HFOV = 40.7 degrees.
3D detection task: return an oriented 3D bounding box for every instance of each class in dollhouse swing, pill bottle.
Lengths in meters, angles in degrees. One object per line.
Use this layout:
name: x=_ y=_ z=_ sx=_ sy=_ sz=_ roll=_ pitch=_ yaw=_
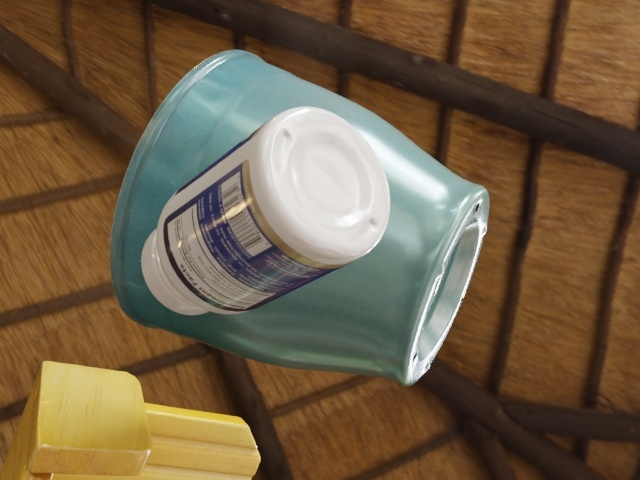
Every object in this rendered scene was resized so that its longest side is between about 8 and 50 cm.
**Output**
dollhouse swing: x=-0.212 y=0.354 z=0.934 sx=0.305 sy=0.315 sz=0.346 roll=20 pitch=-85 yaw=-20
pill bottle: x=-0.044 y=-0.007 z=0.540 sx=0.094 sy=0.169 sz=0.094 roll=16 pitch=-118 yaw=-33

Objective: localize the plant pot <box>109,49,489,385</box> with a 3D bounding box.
plant pot: x=0.000 y=0.000 z=0.767 sx=0.271 sy=0.255 sz=0.271 roll=-54 pitch=-23 yaw=-35
